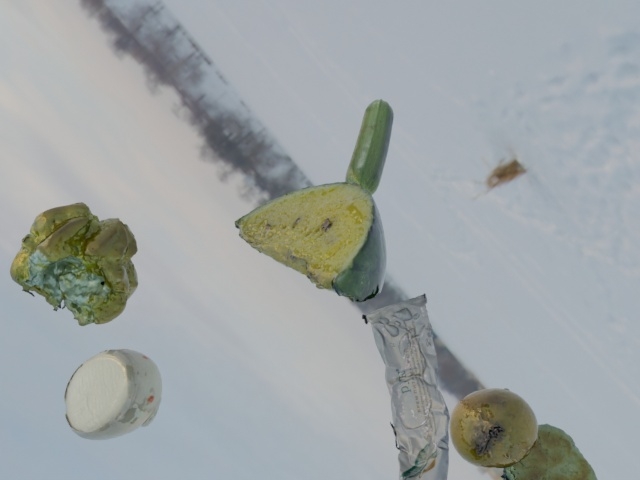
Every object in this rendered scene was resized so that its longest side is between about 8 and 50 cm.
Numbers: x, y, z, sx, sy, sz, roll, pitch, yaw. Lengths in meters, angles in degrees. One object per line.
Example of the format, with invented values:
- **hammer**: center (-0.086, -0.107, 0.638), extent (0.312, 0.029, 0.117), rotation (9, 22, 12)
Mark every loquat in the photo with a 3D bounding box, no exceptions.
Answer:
- **loquat**: center (0.342, 0.365, 1.836), extent (0.204, 0.172, 0.149), rotation (-52, -54, -70)

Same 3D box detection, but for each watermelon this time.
- **watermelon**: center (0.000, 0.000, 1.074), extent (0.301, 0.129, 0.123), rotation (23, 120, 61)

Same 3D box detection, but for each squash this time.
- **squash**: center (0.091, -0.165, 1.677), extent (0.066, 0.066, 0.228), rotation (49, -138, -37)

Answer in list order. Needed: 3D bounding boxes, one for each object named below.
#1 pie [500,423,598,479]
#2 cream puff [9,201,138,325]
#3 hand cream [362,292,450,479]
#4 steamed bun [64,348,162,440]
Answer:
- **pie**: center (0.469, 0.570, 1.948), extent (0.297, 0.371, 0.078), rotation (29, 151, -4)
- **cream puff**: center (-0.409, 0.028, 1.627), extent (0.221, 0.194, 0.194), rotation (34, -173, -22)
- **hand cream**: center (0.104, 0.192, 1.037), extent (0.050, 0.084, 0.256), rotation (24, -127, -53)
- **steamed bun**: center (-0.404, 0.310, 1.867), extent (0.131, 0.228, 0.177), rotation (24, -135, -48)
